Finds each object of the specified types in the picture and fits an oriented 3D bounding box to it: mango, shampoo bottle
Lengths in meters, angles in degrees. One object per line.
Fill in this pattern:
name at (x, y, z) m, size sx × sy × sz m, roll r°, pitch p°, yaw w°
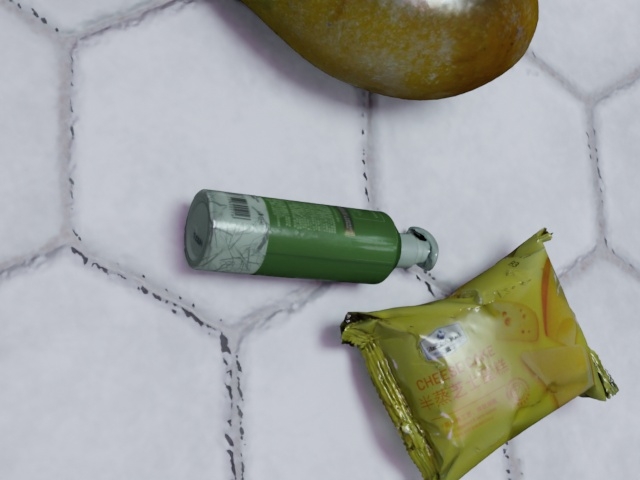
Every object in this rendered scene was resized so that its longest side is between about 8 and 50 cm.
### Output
mango at (0.025, -0.221, 0.728) m, size 0.316 × 0.146 × 0.193 m, roll 18°, pitch 70°, yaw -8°
shampoo bottle at (0.000, 0.000, 0.711) m, size 0.204 × 0.065 × 0.065 m, roll 6°, pitch 77°, yaw -27°

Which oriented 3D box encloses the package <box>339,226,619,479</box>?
package at (0.137, 0.093, 0.744) m, size 0.226 × 0.090 × 0.168 m, roll -25°, pitch 90°, yaw -27°
